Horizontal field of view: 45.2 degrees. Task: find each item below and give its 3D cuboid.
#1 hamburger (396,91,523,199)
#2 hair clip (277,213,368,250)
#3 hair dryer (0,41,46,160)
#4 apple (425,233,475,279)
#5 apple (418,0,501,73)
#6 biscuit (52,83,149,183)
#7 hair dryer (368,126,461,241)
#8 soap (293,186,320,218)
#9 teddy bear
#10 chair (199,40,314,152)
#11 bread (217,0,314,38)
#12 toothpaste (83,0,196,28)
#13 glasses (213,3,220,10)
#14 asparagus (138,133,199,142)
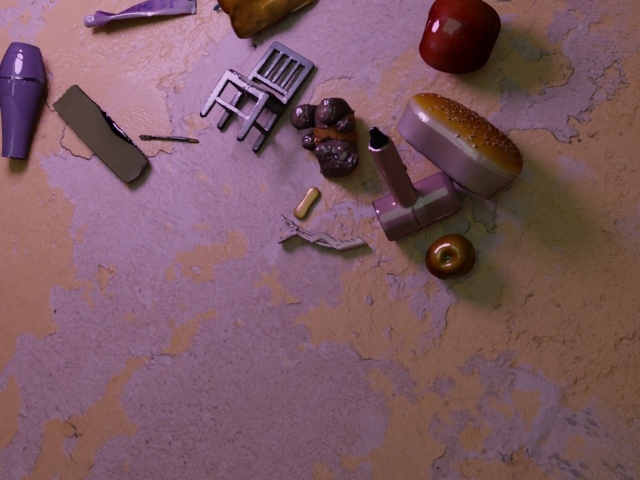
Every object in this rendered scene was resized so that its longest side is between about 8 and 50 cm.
[{"bbox_3d":[0.310,-0.220,1.714,0.295,0.227,0.151,43,108,11],"label":"hamburger"},{"bbox_3d":[0.000,0.000,1.845,0.226,0.034,0.072,16,89,12],"label":"hair clip"},{"bbox_3d":[-0.903,-0.381,2.070,0.361,0.121,0.301,8,92,22],"label":"hair dryer"},{"bbox_3d":[0.293,0.035,1.742,0.114,0.102,0.099,-12,81,11],"label":"apple"},{"bbox_3d":[0.318,-0.472,1.773,0.168,0.181,0.181,22,87,8],"label":"apple"},{"bbox_3d":[-0.566,-0.278,2.000,0.322,0.038,0.099,44,96,13],"label":"biscuit"},{"bbox_3d":[0.182,-0.140,1.676,0.189,0.344,0.106,-23,53,9],"label":"hair dryer"},{"bbox_3d":[-0.033,-0.091,1.875,0.034,0.012,0.089,35,90,14],"label":"soap"},{"bbox_3d":[0.030,-0.244,1.832,0.177,0.140,0.190,-9,89,53],"label":"teddy bear"},{"bbox_3d":[-0.152,-0.368,1.872,0.136,0.147,0.270,35,92,15],"label":"chair"},{"bbox_3d":[-0.140,-0.615,1.908,0.233,0.160,0.088,-32,32,-6],"label":"bread"},{"bbox_3d":[-0.475,-0.604,2.023,0.301,0.048,0.075,-11,52,4],"label":"toothpaste"},{"bbox_3d":[-0.222,-0.715,1.992,0.220,0.088,0.189,-42,76,24],"label":"glasses"},{"bbox_3d":[-0.390,-0.262,1.974,0.166,0.013,0.016,6,73,12],"label":"asparagus"}]
